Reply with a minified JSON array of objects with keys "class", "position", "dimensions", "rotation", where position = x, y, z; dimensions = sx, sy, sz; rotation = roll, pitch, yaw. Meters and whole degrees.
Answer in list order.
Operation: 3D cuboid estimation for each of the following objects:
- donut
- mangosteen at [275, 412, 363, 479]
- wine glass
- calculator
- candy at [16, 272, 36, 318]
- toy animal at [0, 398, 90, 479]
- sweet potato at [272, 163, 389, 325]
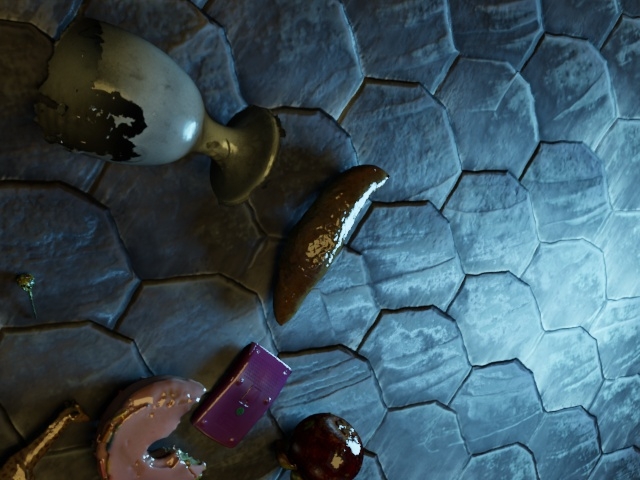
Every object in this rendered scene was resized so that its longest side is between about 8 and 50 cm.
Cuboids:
[{"class":"donut","position":[-0.294,0.337,1.528],"dimensions":[0.199,0.085,0.232],"rotation":[-9,112,-34]},{"class":"mangosteen","position":[-0.002,0.419,1.749],"dimensions":[0.146,0.156,0.181],"rotation":[-30,157,-53]},{"class":"wine glass","position":[-0.236,-0.181,1.315],"dimensions":[0.357,0.190,0.190],"rotation":[20,95,-42]},{"class":"calculator","position":[-0.142,0.289,1.655],"dimensions":[0.190,0.034,0.126],"rotation":[-53,130,-7]},{"class":"candy","position":[-0.444,0.086,1.370],"dimensions":[0.023,0.025,0.083],"rotation":[4,121,7]},{"class":"toy animal","position":[-0.470,0.378,1.440],"dimensions":[0.149,0.054,0.275],"rotation":[16,96,-41]},{"class":"sweet potato","position":[-0.001,-0.003,1.609],"dimensions":[0.341,0.092,0.114],"rotation":[-57,146,-3]}]
